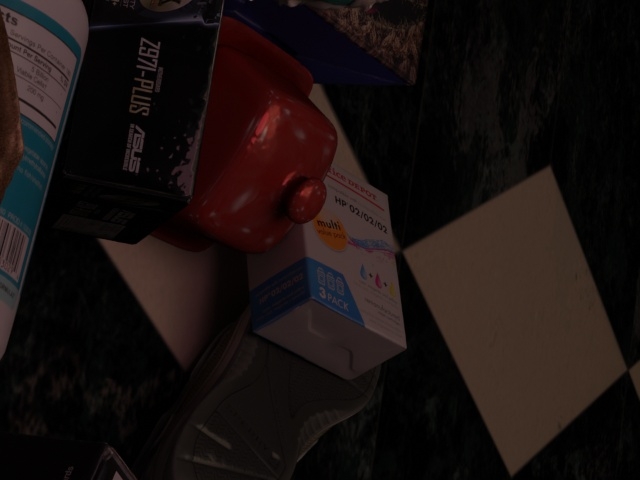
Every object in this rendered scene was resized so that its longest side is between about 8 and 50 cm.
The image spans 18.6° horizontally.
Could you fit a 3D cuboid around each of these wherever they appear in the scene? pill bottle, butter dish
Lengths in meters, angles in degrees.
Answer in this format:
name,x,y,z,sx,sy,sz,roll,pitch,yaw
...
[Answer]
name,x,y,z,sx,sy,sz,roll,pitch,yaw
pill bottle,-0.209,-0.069,1.041,0.146,0.146,0.264,42,56,-56
butter dish,-0.046,-0.051,1.349,0.160,0.118,0.160,-58,151,3

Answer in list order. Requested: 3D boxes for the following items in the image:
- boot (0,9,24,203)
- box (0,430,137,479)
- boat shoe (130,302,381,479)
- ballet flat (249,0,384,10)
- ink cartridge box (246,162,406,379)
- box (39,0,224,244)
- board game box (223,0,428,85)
name,x,y,z,sx,sy,sz,roll,pitch,yaw
boot,-0.229,-0.142,0.943,0.112,0.115,0.305,132,-60,-71
box,-0.240,0.228,0.909,0.307,0.242,0.076,-67,146,-32
boat shoe,-0.052,0.124,1.429,0.118,0.103,0.320,51,36,-11
ballet flat,-0.071,-0.320,1.181,0.147,0.147,0.409,-7,68,-62
ink cartridge box,0.000,0.000,1.446,0.104,0.062,0.181,30,40,-38
box,-0.120,-0.086,1.180,0.180,0.078,0.147,151,-51,-72
board game box,-0.018,-0.281,1.392,0.232,0.141,0.291,26,70,-61
